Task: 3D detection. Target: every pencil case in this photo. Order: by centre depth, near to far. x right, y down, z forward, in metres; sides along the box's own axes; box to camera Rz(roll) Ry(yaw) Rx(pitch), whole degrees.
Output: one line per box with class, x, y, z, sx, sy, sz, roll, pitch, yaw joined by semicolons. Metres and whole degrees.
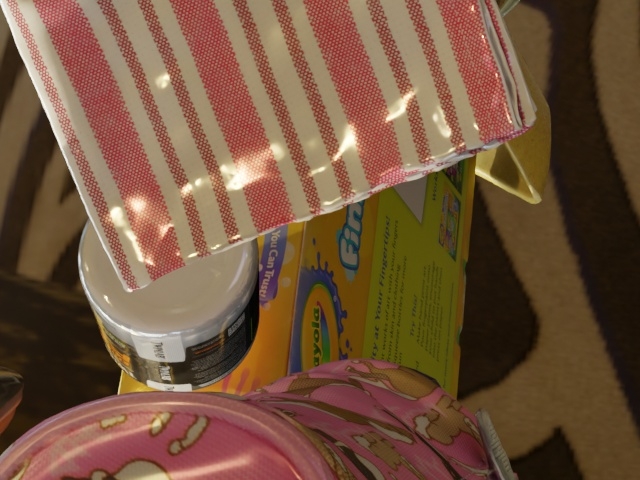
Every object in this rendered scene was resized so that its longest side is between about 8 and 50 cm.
pencil case;-0.014;0.132;0.646;0.160;0.386;0.167;42;97;13

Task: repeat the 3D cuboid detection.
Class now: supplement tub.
supplement tub;-0.099;0.036;1.030;0.190;0.117;0.117;95;167;-70

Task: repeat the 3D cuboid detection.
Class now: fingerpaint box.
fingerpaint box;0.000;0.000;1.375;0.163;0.371;0.444;-4;67;25

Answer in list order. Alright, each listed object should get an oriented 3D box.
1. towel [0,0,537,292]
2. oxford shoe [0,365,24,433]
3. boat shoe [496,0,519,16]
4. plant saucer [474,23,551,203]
towel;-0.026;-0.075;0.618;0.197;0.029;0.144;-22;96;14
oxford shoe;-0.218;0.127;0.712;0.076;0.212;0.076;12;122;27
boat shoe;0.136;-0.200;1.139;0.153;0.048;0.056;-45;71;26
plant saucer;0.098;-0.223;1.520;0.081;0.332;0.333;-39;30;-8
